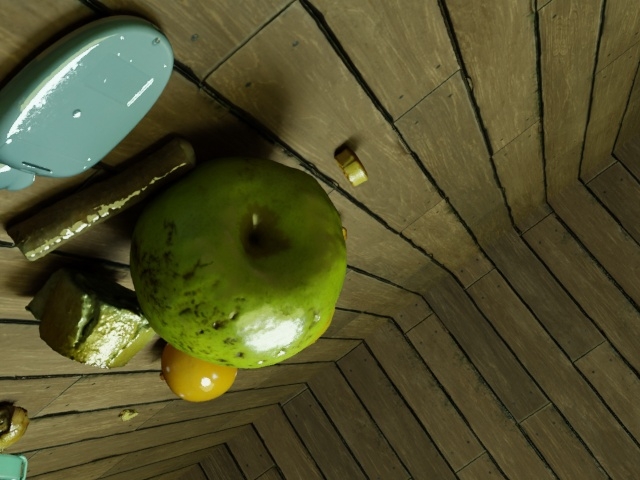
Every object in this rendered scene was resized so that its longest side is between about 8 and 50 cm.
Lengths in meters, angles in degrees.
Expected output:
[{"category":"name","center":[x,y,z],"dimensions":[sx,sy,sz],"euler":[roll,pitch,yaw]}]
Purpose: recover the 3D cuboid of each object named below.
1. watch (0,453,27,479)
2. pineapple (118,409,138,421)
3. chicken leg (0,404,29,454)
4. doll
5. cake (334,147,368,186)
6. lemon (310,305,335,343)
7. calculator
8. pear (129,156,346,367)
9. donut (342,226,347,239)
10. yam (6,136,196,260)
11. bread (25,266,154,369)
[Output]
[{"category":"watch","center":[-0.789,0.512,1.491],"dimensions":[0.237,0.068,0.195],"euler":[20,145,-38]},{"category":"pineapple","center":[-0.607,0.547,2.087],"dimensions":[0.045,0.019,0.083],"euler":[-42,160,2]},{"category":"chicken leg","center":[-0.737,0.451,1.532],"dimensions":[0.108,0.087,0.251],"euler":[-7,154,-35]},{"category":"doll","center":[-0.342,0.338,1.770],"dimensions":[0.236,0.213,0.213],"euler":[-28,166,26]},{"category":"cake","center":[0.067,-0.157,1.422],"dimensions":[0.044,0.084,0.084],"euler":[-33,162,4]},{"category":"lemon","center":[-0.095,0.153,1.635],"dimensions":[0.261,0.260,0.284],"euler":[-36,162,2]},{"category":"calculator","center":[-0.309,-0.159,0.830],"dimensions":[0.303,0.042,0.188],"euler":[-42,161,12]},{"category":"pear","center":[-0.141,0.043,1.146],"dimensions":[0.391,0.391,0.391],"euler":[-31,161,-12]},{"category":"donut","center":[0.000,0.000,1.725],"dimensions":[0.152,0.058,0.152],"euler":[-31,160,-13]},{"category":"yam","center":[-0.323,-0.066,1.008],"dimensions":[0.300,0.066,0.066],"euler":[-32,161,-13]},{"category":"bread","center":[-0.393,0.136,1.202],"dimensions":[0.124,0.186,0.257],"euler":[-53,165,1]}]
